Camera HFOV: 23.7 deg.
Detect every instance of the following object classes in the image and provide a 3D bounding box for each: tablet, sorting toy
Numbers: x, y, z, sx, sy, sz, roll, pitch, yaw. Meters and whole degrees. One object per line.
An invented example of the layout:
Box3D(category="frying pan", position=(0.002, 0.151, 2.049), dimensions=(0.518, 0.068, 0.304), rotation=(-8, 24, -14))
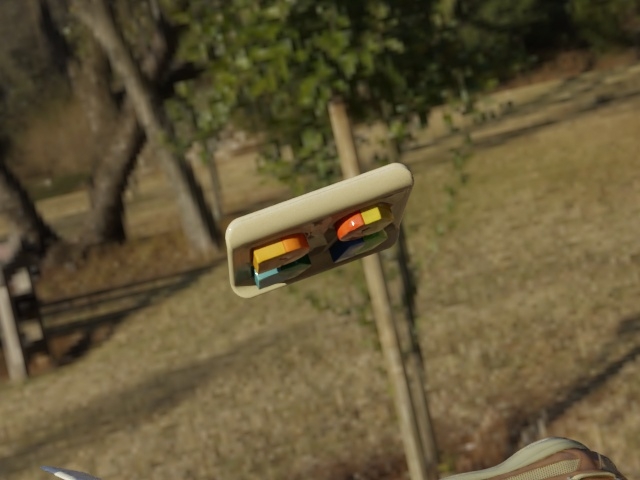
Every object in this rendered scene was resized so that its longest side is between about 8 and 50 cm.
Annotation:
Box3D(category="tablet", position=(-0.243, 0.239, 1.542), dimensions=(0.054, 0.006, 0.083), rotation=(16, -5, -33))
Box3D(category="sorting toy", position=(0.000, 0.000, 1.548), dimensions=(0.193, 0.038, 0.208), rotation=(-20, -17, -7))

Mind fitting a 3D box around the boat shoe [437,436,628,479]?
Box3D(category="boat shoe", position=(0.169, 0.274, 1.395), dimensions=(0.324, 0.123, 0.116), rotation=(-25, 26, -34))
